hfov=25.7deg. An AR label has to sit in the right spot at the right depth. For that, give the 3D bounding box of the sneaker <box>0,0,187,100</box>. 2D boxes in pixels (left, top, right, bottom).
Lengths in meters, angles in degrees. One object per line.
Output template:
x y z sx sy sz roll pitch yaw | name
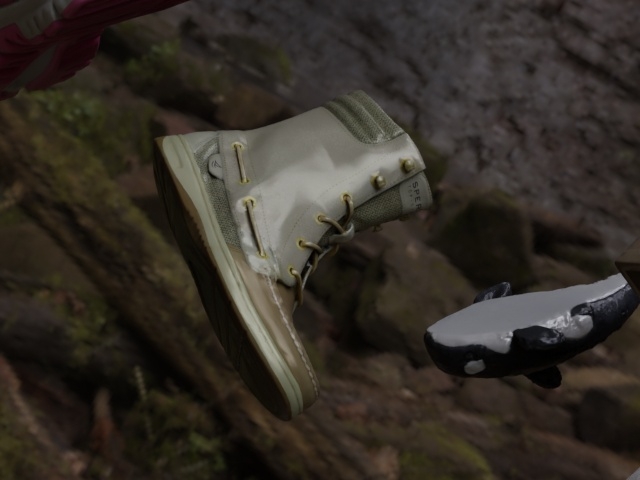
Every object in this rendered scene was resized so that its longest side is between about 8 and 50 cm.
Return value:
-0.119 -0.141 0.613 0.103 0.252 0.111 -26 94 -47 | sneaker

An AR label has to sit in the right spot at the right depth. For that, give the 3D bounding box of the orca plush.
0.251 0.109 1.558 0.287 0.102 0.151 -22 27 -30 | orca plush

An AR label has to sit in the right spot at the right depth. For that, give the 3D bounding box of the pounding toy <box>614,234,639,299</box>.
0.380 0.042 1.366 0.141 0.100 0.130 51 -16 -16 | pounding toy

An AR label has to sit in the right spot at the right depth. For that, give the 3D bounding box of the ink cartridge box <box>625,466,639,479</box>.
0.575 0.360 1.901 0.283 0.207 0.117 40 10 -32 | ink cartridge box

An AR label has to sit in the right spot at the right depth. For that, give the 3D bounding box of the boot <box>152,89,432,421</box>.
0.000 0.000 0.893 0.165 0.077 0.213 -17 58 -16 | boot
